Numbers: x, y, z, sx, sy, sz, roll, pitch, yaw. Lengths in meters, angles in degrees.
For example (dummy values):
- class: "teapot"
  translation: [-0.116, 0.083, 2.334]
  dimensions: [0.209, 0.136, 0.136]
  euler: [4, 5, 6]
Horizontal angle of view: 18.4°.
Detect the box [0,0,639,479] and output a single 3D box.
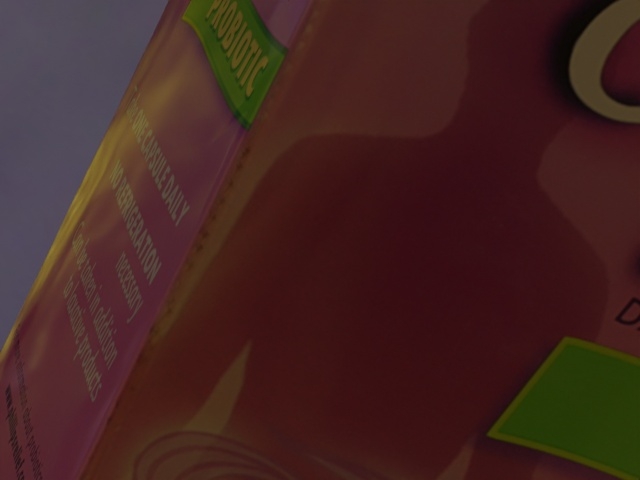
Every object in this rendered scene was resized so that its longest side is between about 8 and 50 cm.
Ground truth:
- class: "box"
  translation: [0.060, 0.020, 0.426]
  dimensions: [0.243, 0.213, 0.117]
  euler: [-63, -161, 11]
